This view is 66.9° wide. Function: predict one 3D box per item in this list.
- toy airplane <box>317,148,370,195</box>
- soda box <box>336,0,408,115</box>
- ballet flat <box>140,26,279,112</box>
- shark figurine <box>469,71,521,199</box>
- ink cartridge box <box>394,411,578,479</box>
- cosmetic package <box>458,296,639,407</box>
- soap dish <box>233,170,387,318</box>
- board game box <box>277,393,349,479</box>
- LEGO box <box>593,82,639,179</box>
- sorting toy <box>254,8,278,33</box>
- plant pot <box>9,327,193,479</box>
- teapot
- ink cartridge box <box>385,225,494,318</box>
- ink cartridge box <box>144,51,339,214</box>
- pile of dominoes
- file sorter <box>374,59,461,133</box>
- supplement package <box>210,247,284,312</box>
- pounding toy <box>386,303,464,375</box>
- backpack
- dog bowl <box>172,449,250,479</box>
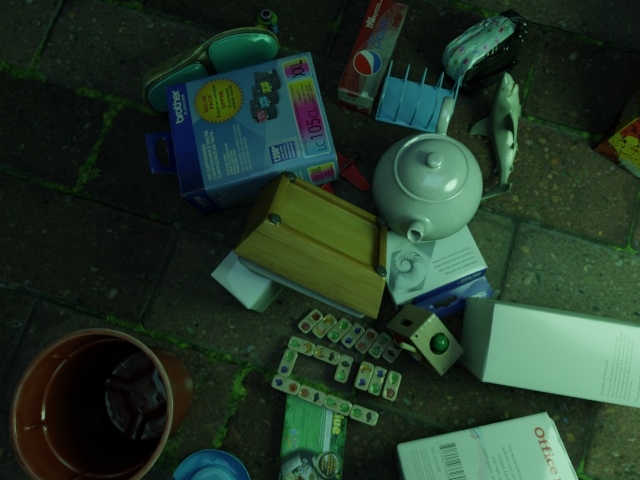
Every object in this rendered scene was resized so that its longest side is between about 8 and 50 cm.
[{"bbox_3d":[0.039,-0.158,1.135,0.151,0.028,0.151,0,77,2],"label":"toy airplane"},{"bbox_3d":[0.122,-0.443,1.163,0.092,0.083,0.263,20,79,4],"label":"soda box"},{"bbox_3d":[-0.272,-0.423,1.160,0.348,0.123,0.123,-30,80,-7],"label":"ballet flat"},{"bbox_3d":[0.401,-0.228,1.126,0.116,0.166,0.278,5,96,27],"label":"shark figurine"},{"bbox_3d":[0.315,0.481,0.921,0.306,0.131,0.226,-10,58,-2],"label":"ink cartridge box"},{"bbox_3d":[0.483,0.215,0.962,0.366,0.197,0.155,8,89,4],"label":"cosmetic package"},{"bbox_3d":[0.000,0.000,0.939,0.291,0.118,0.229,26,35,-10],"label":"soap dish"},{"bbox_3d":[-0.019,0.459,1.012,0.136,0.030,0.259,6,79,4],"label":"board game box"},{"bbox_3d":[0.863,-0.388,0.994,0.193,0.372,0.500,37,81,8],"label":"LEGO box"},{"bbox_3d":[-0.137,-0.540,1.207,0.061,0.042,0.102,14,79,4],"label":"sorting toy"},{"bbox_3d":[-0.375,0.309,0.927,0.272,0.265,0.272,0,79,2],"label":"plant pot"},{"bbox_3d":[0.227,-0.134,1.011,0.252,0.187,0.256,-28,70,-5],"label":"teapot"},{"bbox_3d":[0.247,0.059,1.079,0.223,0.045,0.224,-23,79,-4],"label":"ink cartridge box"},{"bbox_3d":[-0.178,-0.226,1.082,0.395,0.151,0.270,-14,76,3],"label":"ink cartridge box"},{"bbox_3d":[0.045,0.260,1.029,0.251,0.040,0.196,19,70,4],"label":"pile of dominoes"},{"bbox_3d":[0.227,-0.334,1.129,0.170,0.104,0.118,14,80,3],"label":"file sorter"},{"bbox_3d":[-0.139,0.077,1.013,0.105,0.179,0.105,40,81,8],"label":"supplement package"},{"bbox_3d":[0.201,0.204,0.979,0.100,0.141,0.130,-43,104,-11],"label":"pounding toy"},{"bbox_3d":[0.380,-0.439,1.140,0.182,0.152,0.115,-35,65,-2],"label":"backpack"},{"bbox_3d":[-0.251,0.560,0.972,0.166,0.074,0.297,31,80,6],"label":"dog bowl"}]
